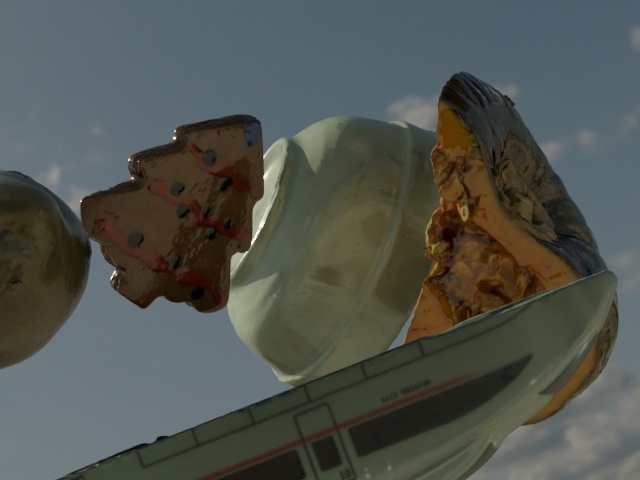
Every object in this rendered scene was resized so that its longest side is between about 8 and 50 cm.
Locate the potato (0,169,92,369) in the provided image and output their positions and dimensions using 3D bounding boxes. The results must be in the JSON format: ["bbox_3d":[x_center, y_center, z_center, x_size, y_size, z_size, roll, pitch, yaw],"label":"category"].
[{"bbox_3d":[-0.261,0.023,1.004,0.178,0.160,0.235,-51,15,-21],"label":"potato"}]

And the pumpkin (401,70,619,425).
[{"bbox_3d":[0.125,0.017,1.134,0.190,0.280,0.139,-32,8,26],"label":"pumpkin"}]

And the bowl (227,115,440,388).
[{"bbox_3d":[0.000,0.000,1.383,0.163,0.307,0.307,24,-39,-15],"label":"bowl"}]

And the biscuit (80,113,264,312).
[{"bbox_3d":[-0.075,-0.019,0.777,0.119,0.019,0.130,37,-97,-41],"label":"biscuit"}]

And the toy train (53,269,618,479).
[{"bbox_3d":[-0.007,0.128,0.778,0.407,0.088,0.086,-22,-13,7],"label":"toy train"}]
